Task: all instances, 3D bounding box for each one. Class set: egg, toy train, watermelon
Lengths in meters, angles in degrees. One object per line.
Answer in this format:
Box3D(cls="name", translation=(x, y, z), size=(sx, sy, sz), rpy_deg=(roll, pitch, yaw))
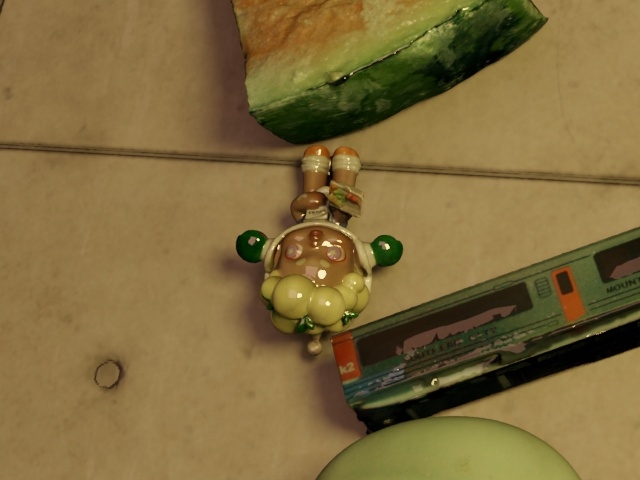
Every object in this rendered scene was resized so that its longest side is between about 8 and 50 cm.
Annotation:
Box3D(cls="egg", translation=(0.097, 0.220, 1.285), size=(0.231, 0.168, 0.168), rpy_deg=(-4, 66, 20))
Box3D(cls="toy train", translation=(0.212, 0.053, 1.368), size=(0.409, 0.086, 0.089), rpy_deg=(-21, 61, 8))
Box3D(cls="watermelon", translation=(0.057, -0.209, 1.514), size=(0.264, 0.151, 0.302), rpy_deg=(-26, 45, 9))

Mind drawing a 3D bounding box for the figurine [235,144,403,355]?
Box3D(cls="figurine", translation=(0.000, 0.000, 1.455), size=(0.147, 0.093, 0.197), rpy_deg=(2, 67, 7))
